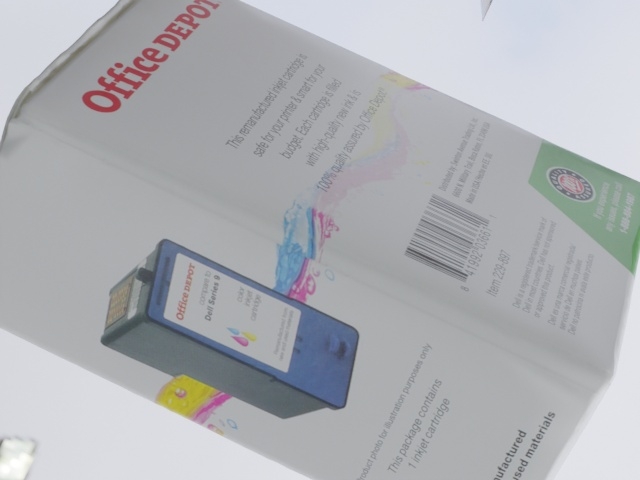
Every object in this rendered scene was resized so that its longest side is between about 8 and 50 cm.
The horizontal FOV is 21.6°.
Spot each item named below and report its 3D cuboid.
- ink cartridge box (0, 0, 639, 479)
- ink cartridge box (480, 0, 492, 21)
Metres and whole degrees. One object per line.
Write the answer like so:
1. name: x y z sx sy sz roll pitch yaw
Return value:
1. ink cartridge box: 0.000 0.000 0.609 0.093 0.212 0.154 -65 178 30
2. ink cartridge box: 0.203 -0.311 1.423 0.189 0.066 0.232 -81 -171 -63
